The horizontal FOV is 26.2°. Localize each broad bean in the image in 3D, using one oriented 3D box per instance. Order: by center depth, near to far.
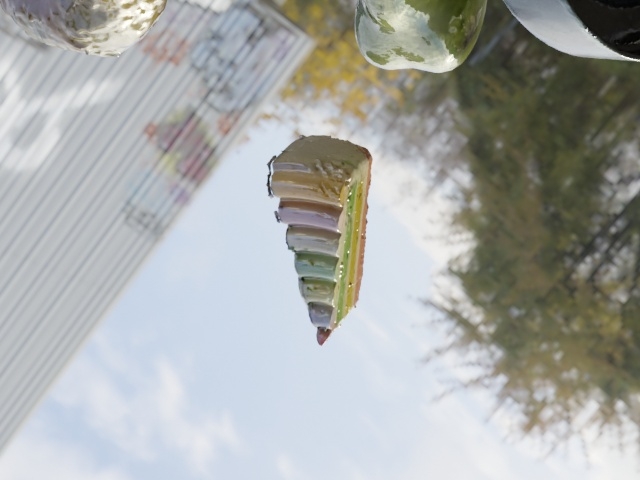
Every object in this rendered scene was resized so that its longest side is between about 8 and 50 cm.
[{"bbox_3d":[0.096,-0.279,1.297,0.121,0.189,0.263,18,144,21],"label":"broad bean"}]

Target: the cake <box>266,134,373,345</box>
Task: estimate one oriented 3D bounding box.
[{"bbox_3d":[0.020,-0.001,1.500,0.109,0.090,0.225,-55,-44,-57],"label":"cake"}]

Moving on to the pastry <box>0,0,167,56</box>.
[{"bbox_3d":[-0.158,-0.219,0.893,0.093,0.192,0.182,-12,-121,-45],"label":"pastry"}]

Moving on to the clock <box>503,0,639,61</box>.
[{"bbox_3d":[0.266,-0.349,1.225,0.076,0.386,0.386,5,163,47],"label":"clock"}]
